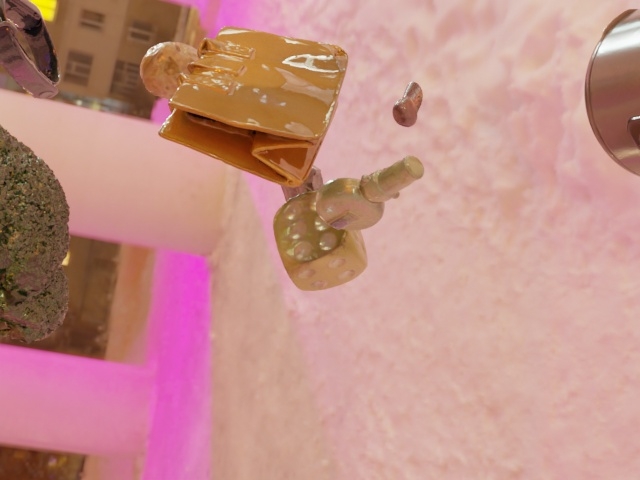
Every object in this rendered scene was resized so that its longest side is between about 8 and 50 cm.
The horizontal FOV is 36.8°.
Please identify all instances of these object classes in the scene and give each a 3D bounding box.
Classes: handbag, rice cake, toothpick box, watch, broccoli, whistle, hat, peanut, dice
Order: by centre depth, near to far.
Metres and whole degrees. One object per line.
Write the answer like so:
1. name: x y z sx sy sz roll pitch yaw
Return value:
1. toothpick box: 0.436 -0.165 1.008 0.316 0.229 0.229 -176 97 -74
2. broccoli: -0.397 0.005 1.061 0.254 0.269 0.269 13 -92 -74
3. whistle: 0.083 -0.079 1.700 0.258 0.126 0.067 -29 46 45
4. handbag: -0.113 -0.261 1.753 0.401 0.283 0.133 -73 3 -55
5. hat: 0.157 -0.256 1.800 0.058 0.042 0.087 7 92 60
6. watch: -0.566 -0.377 1.823 0.206 0.068 0.193 39 -149 -73
7. dice: 0.000 0.000 2.105 0.169 0.166 0.169 52 -160 -61
8. peanut: -0.300 -0.366 2.181 0.313 0.152 0.152 6 -83 -72
9. rice cake: -0.027 -0.072 2.256 0.050 0.106 0.298 -54 -31 -29
